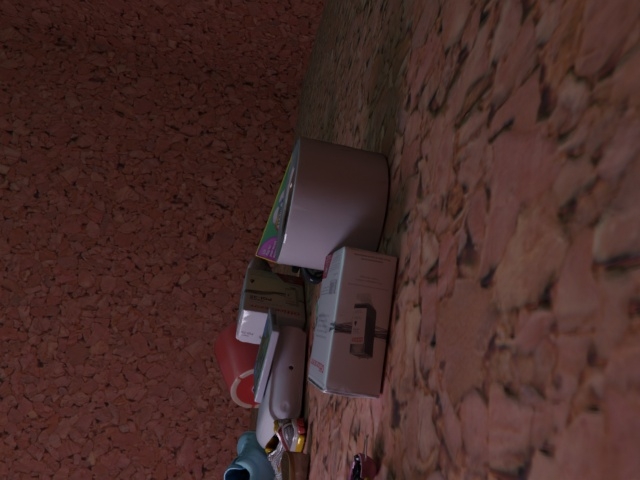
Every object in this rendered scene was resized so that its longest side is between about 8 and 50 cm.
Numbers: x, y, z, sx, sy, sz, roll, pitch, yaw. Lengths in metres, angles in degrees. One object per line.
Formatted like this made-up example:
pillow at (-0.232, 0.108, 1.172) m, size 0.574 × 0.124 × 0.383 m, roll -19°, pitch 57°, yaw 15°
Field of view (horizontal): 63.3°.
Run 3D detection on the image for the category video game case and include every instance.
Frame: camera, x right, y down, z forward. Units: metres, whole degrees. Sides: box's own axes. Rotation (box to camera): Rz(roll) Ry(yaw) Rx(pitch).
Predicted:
video game case at (-0.158, 0.322, 1.489) m, size 0.193 × 0.023 × 0.212 m, roll -123°, pitch 47°, yaw -76°

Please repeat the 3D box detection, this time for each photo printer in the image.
photo printer at (-0.116, 0.441, 1.507) m, size 0.256 × 0.107 × 0.307 m, roll 111°, pitch 166°, yaw -51°

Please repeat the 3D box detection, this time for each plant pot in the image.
plant pot at (-0.244, 0.458, 1.902) m, size 0.243 × 0.275 × 0.274 m, roll -115°, pitch 34°, yaw -56°

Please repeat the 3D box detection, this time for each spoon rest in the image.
spoon rest at (-0.199, 0.151, 1.953) m, size 0.276 × 0.084 × 0.137 m, roll 39°, pitch -118°, yaw -53°

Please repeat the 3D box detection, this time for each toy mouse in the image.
toy mouse at (0.058, 0.356, 0.710) m, size 0.143 × 0.031 × 0.161 m, roll 114°, pitch 164°, yaw -58°

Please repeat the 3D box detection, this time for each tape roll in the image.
tape roll at (0.016, -0.062, 1.005) m, size 0.246 × 0.169 × 0.246 m, roll -169°, pitch 90°, yaw -81°

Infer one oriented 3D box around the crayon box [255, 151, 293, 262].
crayon box at (-0.108, -0.100, 1.807) m, size 0.313 × 0.106 × 0.362 m, roll 154°, pitch 136°, yaw -87°

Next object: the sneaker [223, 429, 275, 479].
sneaker at (-0.210, 0.653, 1.510) m, size 0.366 × 0.150 × 0.135 m, roll 15°, pitch 85°, yaw 67°

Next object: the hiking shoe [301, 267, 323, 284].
hiking shoe at (0.000, 0.000, 1.320) m, size 0.114 × 0.086 × 0.226 m, roll 158°, pitch 122°, yaw -84°

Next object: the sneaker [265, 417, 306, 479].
sneaker at (-0.100, 0.547, 1.332) m, size 0.088 × 0.093 × 0.225 m, roll -108°, pitch 28°, yaw -72°

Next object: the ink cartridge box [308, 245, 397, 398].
ink cartridge box at (0.047, 0.131, 0.838) m, size 0.158 × 0.092 × 0.217 m, roll 142°, pitch 139°, yaw -78°

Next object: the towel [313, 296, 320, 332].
towel at (0.012, 0.151, 1.283) m, size 0.152 × 0.023 × 0.113 m, roll 109°, pitch 167°, yaw -47°

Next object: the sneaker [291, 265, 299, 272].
sneaker at (-0.111, 0.061, 2.021) m, size 0.166 × 0.076 × 0.065 m, roll -90°, pitch 12°, yaw -49°

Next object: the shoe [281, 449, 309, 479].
shoe at (-0.059, 0.590, 1.168) m, size 0.077 × 0.058 × 0.219 m, roll -24°, pitch 58°, yaw 56°

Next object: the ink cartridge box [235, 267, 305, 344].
ink cartridge box at (-0.161, 0.220, 1.722) m, size 0.283 × 0.207 × 0.117 m, roll -101°, pitch 24°, yaw -65°
